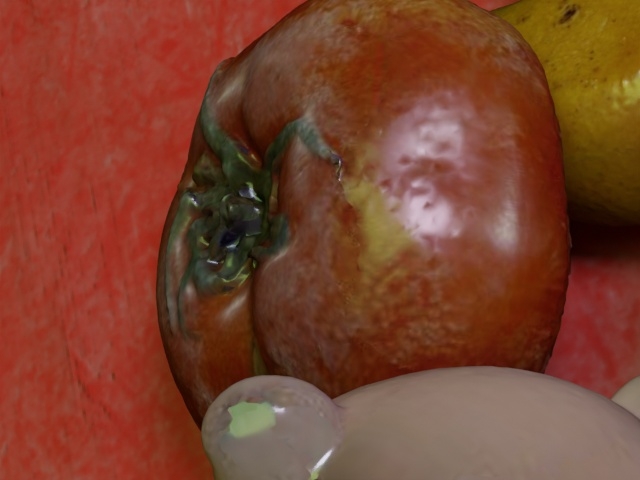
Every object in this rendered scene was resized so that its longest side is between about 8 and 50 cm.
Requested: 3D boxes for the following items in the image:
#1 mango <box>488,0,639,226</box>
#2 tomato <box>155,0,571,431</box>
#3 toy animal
[{"bbox_3d":[0.120,-0.061,0.829,0.165,0.089,0.115,-9,65,30],"label":"mango"},{"bbox_3d":[0.000,0.000,0.819,0.237,0.095,0.237,-18,67,51],"label":"tomato"},{"bbox_3d":[0.045,0.175,0.691,0.229,0.210,0.221,-59,38,36],"label":"toy animal"}]
